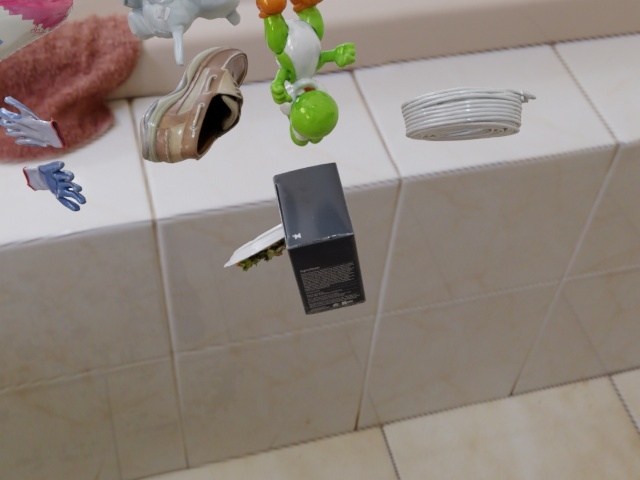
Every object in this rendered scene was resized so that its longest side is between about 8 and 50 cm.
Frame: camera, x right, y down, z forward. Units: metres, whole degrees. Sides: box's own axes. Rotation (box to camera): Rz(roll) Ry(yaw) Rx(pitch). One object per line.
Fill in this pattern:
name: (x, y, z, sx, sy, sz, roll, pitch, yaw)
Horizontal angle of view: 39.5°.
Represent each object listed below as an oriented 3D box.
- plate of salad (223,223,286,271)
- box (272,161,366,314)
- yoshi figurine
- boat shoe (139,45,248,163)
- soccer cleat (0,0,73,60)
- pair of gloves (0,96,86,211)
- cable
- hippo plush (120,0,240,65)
plate of salad: (-0.090, 0.008, 1.669, 0.200, 0.200, 0.048, -31, 96, -26)
box: (0.000, 0.000, 1.457, 0.108, 0.207, 0.153, -12, 55, 0)
yoshi figurine: (-0.031, -0.379, 1.993, 0.204, 0.362, 0.203, -1, 23, 19)
boat shoe: (-0.189, -0.229, 1.535, 0.117, 0.123, 0.324, 13, 44, 16)
soccer cleat: (-0.455, -0.258, 1.135, 0.116, 0.143, 0.331, 28, 31, 19)
pair of gloves: (-0.446, -0.136, 1.419, 0.159, 0.198, 0.023, 13, 42, 38)
cable: (0.305, -0.268, 1.926, 0.257, 0.257, 0.089, -2, 88, -46)
hippo plush: (-0.304, -0.570, 1.993, 0.237, 0.234, 0.294, -28, 37, -22)
